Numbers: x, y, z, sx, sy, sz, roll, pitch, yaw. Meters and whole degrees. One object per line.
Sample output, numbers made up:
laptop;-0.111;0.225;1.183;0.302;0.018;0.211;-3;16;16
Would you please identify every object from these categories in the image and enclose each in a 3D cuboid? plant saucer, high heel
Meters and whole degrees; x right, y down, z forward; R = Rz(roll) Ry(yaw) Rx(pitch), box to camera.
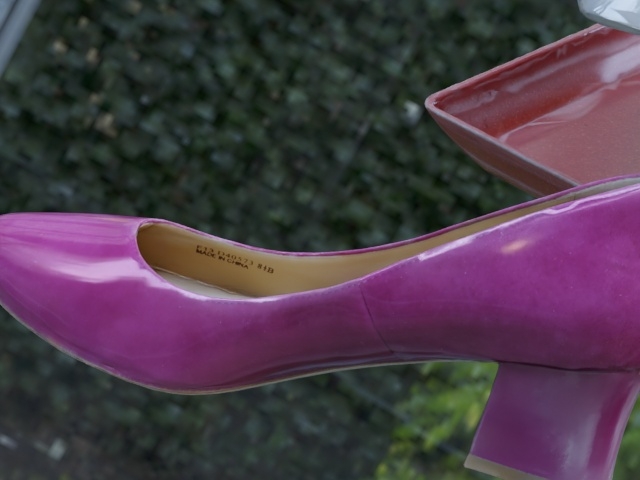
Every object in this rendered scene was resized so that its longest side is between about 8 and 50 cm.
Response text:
plant saucer;0.238;-0.057;1.081;0.258;0.047;0.259;-25;42;-34
high heel;0.000;0.000;0.607;0.244;0.117;0.082;18;22;13

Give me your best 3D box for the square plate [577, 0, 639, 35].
square plate;0.302;-0.142;0.966;0.344;0.049;0.347;14;25;-1
